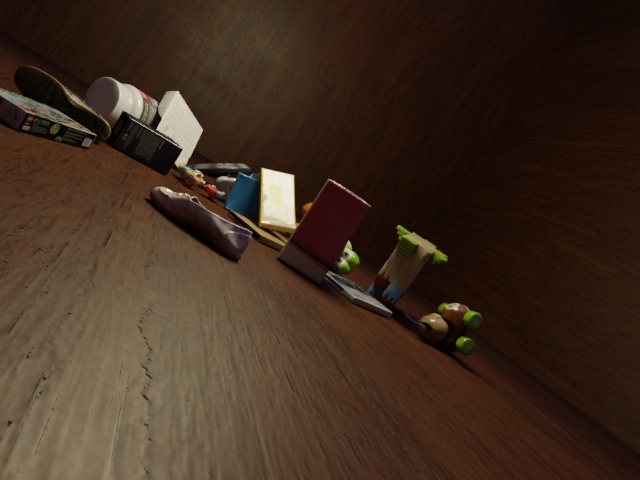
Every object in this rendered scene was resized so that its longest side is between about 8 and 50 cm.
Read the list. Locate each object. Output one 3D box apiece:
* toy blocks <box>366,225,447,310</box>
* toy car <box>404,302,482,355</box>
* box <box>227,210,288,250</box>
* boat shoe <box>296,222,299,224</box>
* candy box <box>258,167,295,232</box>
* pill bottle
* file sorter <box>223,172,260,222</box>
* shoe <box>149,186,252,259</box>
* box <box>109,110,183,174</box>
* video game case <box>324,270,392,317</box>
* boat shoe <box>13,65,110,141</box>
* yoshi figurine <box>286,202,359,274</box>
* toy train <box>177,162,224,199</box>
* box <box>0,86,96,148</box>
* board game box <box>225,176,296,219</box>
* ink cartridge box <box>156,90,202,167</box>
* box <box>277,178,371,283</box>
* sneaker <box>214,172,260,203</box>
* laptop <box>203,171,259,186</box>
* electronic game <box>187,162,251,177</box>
[{"bbox_3d":[0.259,0.110,1.447,0.191,0.260,0.381,36,12,12],"label":"toy blocks"},{"bbox_3d":[0.344,0.242,1.297,0.189,0.148,0.155,19,-4,-20],"label":"toy car"},{"bbox_3d":[-0.149,-0.012,1.252,0.164,0.021,0.201,36,5,40],"label":"box"},{"bbox_3d":[-0.075,-0.043,2.058,0.137,0.049,0.043,27,3,-14],"label":"boat shoe"},{"bbox_3d":[-0.128,-0.120,1.293,0.105,0.027,0.205,12,54,-22],"label":"candy box"},{"bbox_3d":[-0.624,-0.420,1.475,0.161,0.161,0.283,34,4,18],"label":"pill bottle"},{"bbox_3d":[-0.198,-0.121,1.380,0.171,0.118,0.104,24,1,-9],"label":"file sorter"},{"bbox_3d":[-0.221,-0.045,0.819,0.219,0.058,0.076,34,4,11],"label":"shoe"},{"bbox_3d":[-0.493,-0.275,1.236,0.158,0.093,0.156,29,5,-36],"label":"box"},{"bbox_3d":[0.094,0.146,1.244,0.190,0.022,0.173,28,7,-45],"label":"video game case"},{"bbox_3d":[-0.598,-0.312,1.033,0.224,0.080,0.073,37,-3,-20],"label":"boat shoe"},{"bbox_3d":[-0.001,-0.024,1.510,0.203,0.203,0.362,9,21,-38],"label":"yoshi figurine"},{"bbox_3d":[-0.371,-0.173,1.333,0.166,0.046,0.125,40,6,38],"label":"toy train"},{"bbox_3d":[-0.526,-0.229,0.816,0.114,0.036,0.207,33,4,0],"label":"box"},{"bbox_3d":[-0.329,-0.220,2.174,0.390,0.050,0.390,31,5,-26],"label":"board game box"},{"bbox_3d":[-0.501,-0.372,1.513,0.056,0.224,0.181,0,-36,20],"label":"ink cartridge box"},{"bbox_3d":[0.011,-0.024,1.123,0.127,0.232,0.148,33,4,0],"label":"box"},{"bbox_3d":[-0.256,-0.177,1.531,0.269,0.101,0.153,16,25,-36],"label":"sneaker"},{"bbox_3d":[-0.261,-0.186,1.668,0.234,0.136,0.264,34,4,20],"label":"laptop"},{"bbox_3d":[-0.358,-0.241,1.533,0.230,0.048,0.229,-2,7,0],"label":"electronic game"}]
